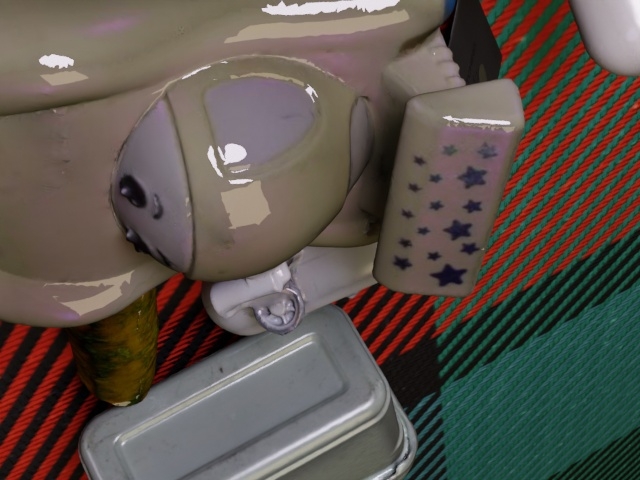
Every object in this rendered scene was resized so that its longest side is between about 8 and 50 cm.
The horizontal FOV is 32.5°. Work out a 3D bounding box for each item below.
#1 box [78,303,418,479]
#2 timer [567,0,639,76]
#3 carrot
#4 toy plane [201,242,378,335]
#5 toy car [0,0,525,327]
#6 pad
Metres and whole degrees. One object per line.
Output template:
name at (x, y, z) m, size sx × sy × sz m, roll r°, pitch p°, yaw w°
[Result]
box at (-0.070, 0.188, 1.026) m, size 0.312 × 0.175 × 0.182 m, roll -27°, pitch 156°, yaw -9°
timer at (0.212, -0.228, 0.697) m, size 0.233 × 0.240 × 0.233 m, roll -20°, pitch -173°, yaw 3°
carrot at (-0.172, 0.066, 0.898) m, size 0.082 × 0.082 × 0.173 m, roll -17°, pitch 144°, yaw -23°
toy plane at (0.000, 0.000, 0.910) m, size 0.244 × 0.117 × 0.245 m, roll -26°, pitch 179°, yaw 0°
toy car at (-0.077, -0.056, 0.677) m, size 0.336 × 0.226 × 0.242 m, roll -14°, pitch 142°, yaw -19°
pad at (0.115, -0.100, 0.867) m, size 0.004 × 0.190 × 0.127 m, roll 3°, pitch 158°, yaw 25°
